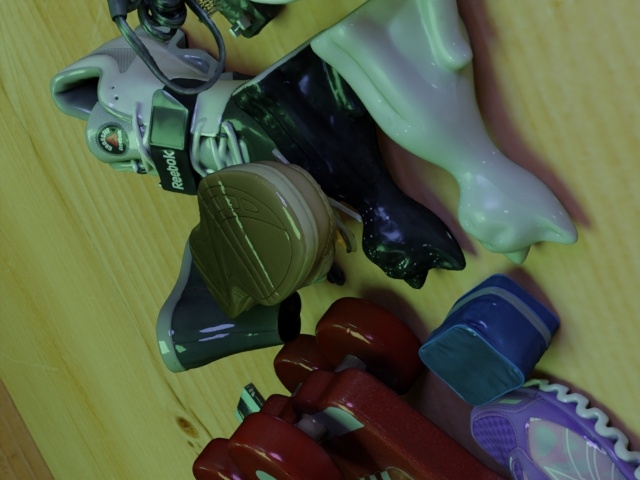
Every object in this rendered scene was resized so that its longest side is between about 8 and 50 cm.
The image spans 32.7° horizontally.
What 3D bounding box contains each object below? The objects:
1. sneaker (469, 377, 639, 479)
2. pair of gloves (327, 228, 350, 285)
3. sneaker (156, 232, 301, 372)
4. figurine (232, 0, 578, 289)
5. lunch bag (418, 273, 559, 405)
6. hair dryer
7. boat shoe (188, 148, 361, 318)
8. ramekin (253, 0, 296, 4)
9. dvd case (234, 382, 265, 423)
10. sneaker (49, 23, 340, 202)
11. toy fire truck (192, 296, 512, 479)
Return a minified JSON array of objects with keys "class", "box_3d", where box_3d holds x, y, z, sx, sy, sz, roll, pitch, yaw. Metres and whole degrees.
[{"class":"sneaker","box_3d":[0.183,0.188,0.768,0.236,0.104,0.095,36,146,39]},{"class":"pair of gloves","box_3d":[0.000,0.000,0.989,0.074,0.010,0.083,45,150,26]},{"class":"sneaker","box_3d":[-0.069,0.045,1.033,0.118,0.222,0.083,-8,121,12]},{"class":"figurine","box_3d":[0.063,-0.061,0.761,0.209,0.092,0.215,55,153,-9]},{"class":"lunch bag","box_3d":[0.123,0.072,0.797,0.067,0.065,0.098,43,151,-2]},{"class":"hair dryer","box_3d":[-0.121,-0.256,0.756,0.080,0.223,0.293,-30,102,20]},{"class":"boat shoe","box_3d":[-0.035,-0.009,0.823,0.104,0.089,0.285,63,163,0]},{"class":"ramekin","box_3d":[-0.019,-0.282,0.618,0.273,0.127,0.273,39,146,33]},{"class":"dvd case","box_3d":[-0.060,0.237,1.320,0.119,0.013,0.087,49,151,17]},{"class":"sneaker","box_3d":[-0.120,-0.090,0.958,0.330,0.146,0.122,30,137,42]},{"class":"toy fire truck","box_3d":[0.044,0.209,0.983,0.254,0.169,0.302,40,153,-3]}]
